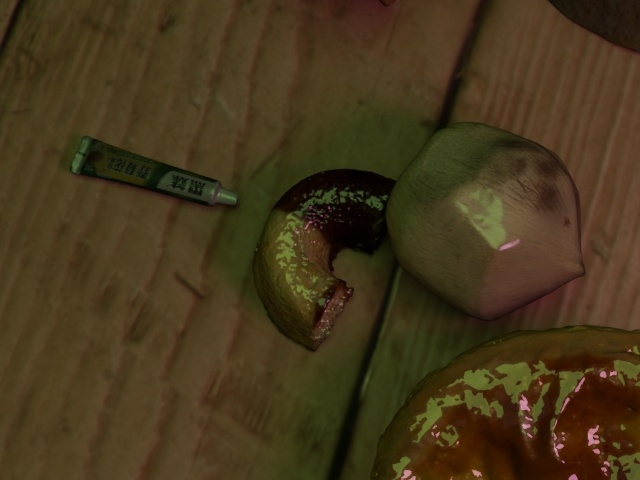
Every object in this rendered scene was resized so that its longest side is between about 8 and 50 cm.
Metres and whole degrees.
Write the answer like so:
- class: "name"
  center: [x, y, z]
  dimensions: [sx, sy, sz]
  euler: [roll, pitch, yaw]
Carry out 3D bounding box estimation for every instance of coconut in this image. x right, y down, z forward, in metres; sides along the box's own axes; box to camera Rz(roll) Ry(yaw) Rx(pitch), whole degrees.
- class: "coconut"
  center: [0.188, -0.019, 1.814]
  dimensions: [0.224, 0.224, 0.224]
  euler: [-1, 72, 4]

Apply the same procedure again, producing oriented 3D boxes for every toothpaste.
- class: "toothpaste"
  center: [-0.189, -0.073, 1.949]
  dimensions: [0.204, 0.031, 0.049]
  euler: [17, 74, 13]

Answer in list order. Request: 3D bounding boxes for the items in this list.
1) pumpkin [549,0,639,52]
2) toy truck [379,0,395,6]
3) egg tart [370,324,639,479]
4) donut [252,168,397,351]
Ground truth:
- class: "pumpkin"
  center: [0.401, -0.394, 1.924]
  dimensions: [0.332, 0.199, 0.332]
  euler: [0, 73, 1]
- class: "toy truck"
  center: [0.075, -0.405, 1.925]
  dimensions: [0.211, 0.288, 0.204]
  euler: [-47, 74, 15]
- class: "egg tart"
  center: [0.263, 0.302, 1.712]
  dimensions: [0.443, 0.178, 0.443]
  euler: [-1, 73, 2]
- class: "donut"
  center: [-0.001, 0.002, 1.880]
  dimensions: [0.141, 0.085, 0.217]
  euler: [25, 77, 12]
